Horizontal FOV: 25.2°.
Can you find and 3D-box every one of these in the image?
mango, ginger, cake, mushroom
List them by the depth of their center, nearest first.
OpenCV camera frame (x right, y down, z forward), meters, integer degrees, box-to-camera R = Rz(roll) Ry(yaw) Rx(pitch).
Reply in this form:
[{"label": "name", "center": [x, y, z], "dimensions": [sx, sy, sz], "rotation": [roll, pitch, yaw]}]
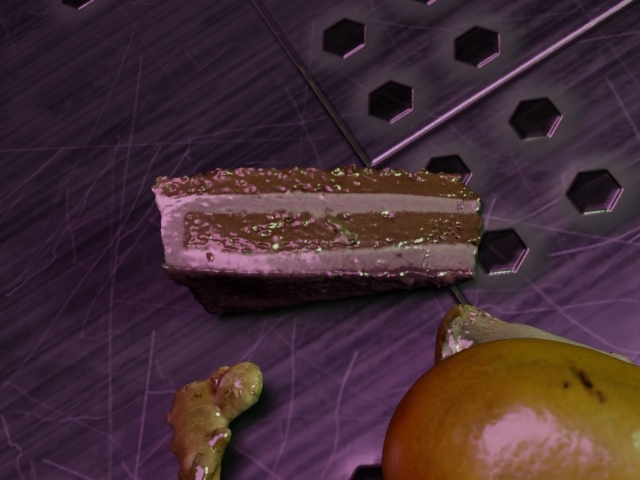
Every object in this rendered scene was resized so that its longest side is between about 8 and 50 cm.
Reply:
[{"label": "mango", "center": [0.199, 0.183, 1.053], "dimensions": [0.317, 0.173, 0.211], "rotation": [5, 85, 14]}, {"label": "mushroom", "center": [0.191, 0.115, 1.164], "dimensions": [0.209, 0.071, 0.084], "rotation": [15, 73, 23]}, {"label": "ginger", "center": [-0.120, 0.206, 1.233], "dimensions": [0.193, 0.052, 0.176], "rotation": [-27, 56, 13]}, {"label": "cake", "center": [0.000, 0.000, 1.297], "dimensions": [0.295, 0.113, 0.116], "rotation": [-2, 62, 4]}]
